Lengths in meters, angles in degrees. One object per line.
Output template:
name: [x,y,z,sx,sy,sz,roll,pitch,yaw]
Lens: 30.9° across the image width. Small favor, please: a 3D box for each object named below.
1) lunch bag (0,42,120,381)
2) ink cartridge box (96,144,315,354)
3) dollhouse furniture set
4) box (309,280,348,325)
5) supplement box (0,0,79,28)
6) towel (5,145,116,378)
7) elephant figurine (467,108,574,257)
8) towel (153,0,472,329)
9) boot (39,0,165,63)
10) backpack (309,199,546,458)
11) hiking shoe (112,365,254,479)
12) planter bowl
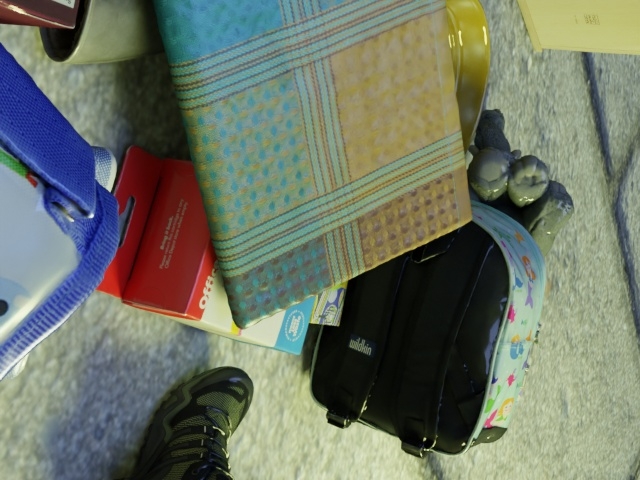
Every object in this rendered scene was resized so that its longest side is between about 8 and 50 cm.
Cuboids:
lunch bag: [-0.309,-0.018,0.402,0.328,0.386,0.238,54,12,-44]
ink cartridge box: [-0.090,0.013,1.033,0.231,0.078,0.134,27,76,-55]
dollhouse furniture set: [0.400,-0.436,1.549,0.303,0.198,0.286,-63,144,-25]
box: [0.000,0.000,1.190,0.059,0.054,0.168,14,86,-57]
supplement box: [-0.208,-0.241,0.762,0.081,0.104,0.188,10,91,-57]
towel: [-0.262,0.028,0.734,0.285,0.034,0.209,-7,132,-58]
elephant figurine: [0.215,-0.042,1.414,0.186,0.169,0.239,-45,-175,6]
towel: [0.001,-0.138,0.968,0.272,0.040,0.370,-24,117,-27]
boot: [-0.129,-0.228,0.929,0.209,0.076,0.189,-1,97,-50]
backpack: [0.122,0.077,1.229,0.191,0.225,0.253,-11,114,-56]
hiking shoe: [-0.107,0.208,1.026,0.227,0.114,0.086,-53,139,-35]
planter bowl: [0.098,-0.167,1.252,0.217,0.090,0.217,-36,134,-48]
